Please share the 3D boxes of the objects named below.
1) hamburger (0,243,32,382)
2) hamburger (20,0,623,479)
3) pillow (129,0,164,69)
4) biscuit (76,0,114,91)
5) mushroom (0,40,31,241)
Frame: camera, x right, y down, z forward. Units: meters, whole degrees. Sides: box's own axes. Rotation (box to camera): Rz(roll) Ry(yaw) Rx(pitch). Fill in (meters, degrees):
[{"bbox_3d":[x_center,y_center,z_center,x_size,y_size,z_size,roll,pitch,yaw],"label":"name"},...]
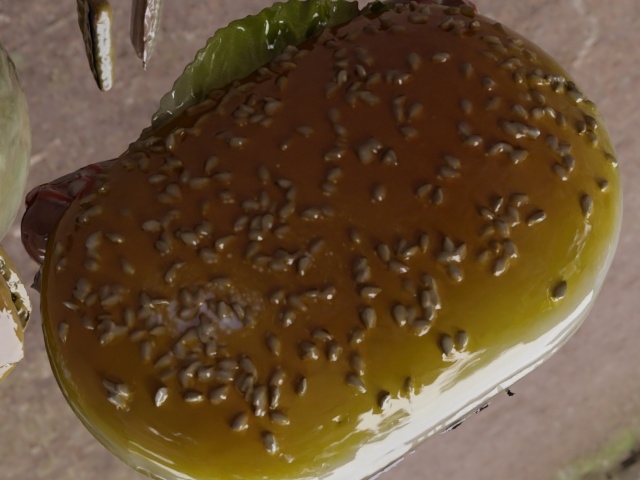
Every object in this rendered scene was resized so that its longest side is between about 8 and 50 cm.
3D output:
[{"bbox_3d":[-0.497,0.092,1.771,0.304,0.174,0.284,-39,123,6],"label":"hamburger"},{"bbox_3d":[0.000,0.000,0.541,0.210,0.173,0.116,-29,143,-14],"label":"hamburger"},{"bbox_3d":[-0.177,-0.259,1.572,0.034,0.211,0.135,4,107,-8],"label":"pillow"},{"bbox_3d":[-0.161,-0.160,1.082,0.018,0.081,0.083,-11,142,-13],"label":"biscuit"},{"bbox_3d":[-0.337,-0.143,1.212,0.212,0.292,0.217,-64,175,22],"label":"mushroom"}]
